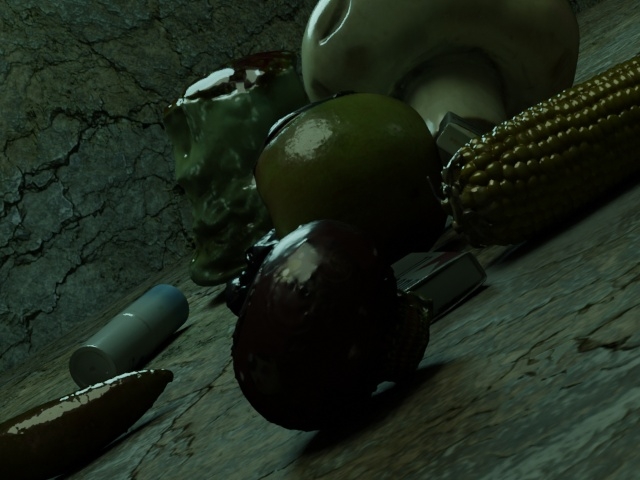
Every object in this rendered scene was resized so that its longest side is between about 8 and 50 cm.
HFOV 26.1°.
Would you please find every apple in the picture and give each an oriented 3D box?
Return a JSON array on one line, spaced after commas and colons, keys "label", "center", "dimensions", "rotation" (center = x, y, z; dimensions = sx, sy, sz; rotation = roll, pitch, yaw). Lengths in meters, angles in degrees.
[{"label": "apple", "center": [0.038, -0.051, 1.433], "dimensions": [0.188, 0.207, 0.174], "rotation": [-24, 13, 0]}]

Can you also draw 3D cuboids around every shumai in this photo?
[{"label": "shumai", "center": [-0.095, -0.130, 2.202], "dimensions": [0.397, 0.323, 0.324], "rotation": [-28, 8, 21]}]

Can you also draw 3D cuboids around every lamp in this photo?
[{"label": "lamp", "center": [0.010, 0.065, 1.001], "dimensions": [0.156, 0.135, 0.157], "rotation": [101, -168, -58]}]

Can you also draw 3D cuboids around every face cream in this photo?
[{"label": "face cream", "center": [-0.275, 0.140, 2.014], "dimensions": [0.077, 0.077, 0.250], "rotation": [-28, 8, 26]}]

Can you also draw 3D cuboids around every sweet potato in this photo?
[{"label": "sweet potato", "center": [-0.316, 0.234, 1.492], "dimensions": [0.346, 0.079, 0.108], "rotation": [-31, -23, 15]}]

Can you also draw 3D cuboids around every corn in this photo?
[{"label": "corn", "center": [0.247, -0.094, 1.237], "dimensions": [0.305, 0.106, 0.106], "rotation": [-29, 5, -7]}]

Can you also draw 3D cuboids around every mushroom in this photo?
[{"label": "mushroom", "center": [0.168, -0.227, 1.763], "dimensions": [0.325, 0.353, 0.353], "rotation": [-46, 8, -7]}]

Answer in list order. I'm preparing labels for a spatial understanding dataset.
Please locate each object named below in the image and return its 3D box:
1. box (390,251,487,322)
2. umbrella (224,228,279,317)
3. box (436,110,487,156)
[{"label": "box", "center": [0.069, 0.052, 1.226], "dimensions": [0.115, 0.036, 0.177], "rotation": [-32, 6, -10]}, {"label": "umbrella", "center": [0.003, 0.005, 1.653], "dimensions": [0.357, 0.113, 0.106], "rotation": [-36, 15, 37]}, {"label": "box", "center": [0.180, -0.090, 1.466], "dimensions": [0.032, 0.122, 0.220], "rotation": [-57, 0, 10]}]
